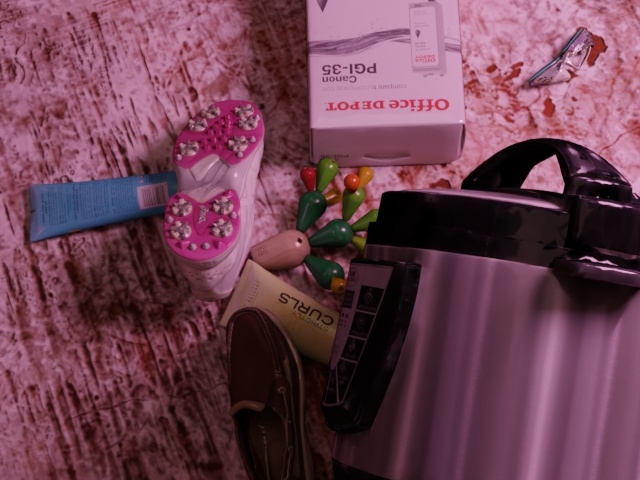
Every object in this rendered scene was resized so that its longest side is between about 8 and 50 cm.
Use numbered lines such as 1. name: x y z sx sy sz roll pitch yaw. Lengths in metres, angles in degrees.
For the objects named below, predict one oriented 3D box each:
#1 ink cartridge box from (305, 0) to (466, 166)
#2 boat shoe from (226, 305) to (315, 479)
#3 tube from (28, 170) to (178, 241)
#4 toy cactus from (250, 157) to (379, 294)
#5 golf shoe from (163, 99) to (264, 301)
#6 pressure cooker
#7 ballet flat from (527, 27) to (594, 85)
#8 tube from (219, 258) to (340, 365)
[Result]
1. ink cartridge box: 0.084 -0.251 1.994 0.207 0.117 0.283 -2 69 0
2. boat shoe: -0.068 0.197 1.816 0.095 0.095 0.257 -23 71 19
3. tube: -0.282 -0.051 1.965 0.207 0.052 0.080 -8 64 4
4. toy cactus: 0.000 0.000 1.917 0.180 0.112 0.219 -17 78 5
5. golf shoe: -0.134 -0.054 1.934 0.115 0.140 0.306 3 46 10
6. pressure cooker: 0.212 0.097 1.624 0.370 0.375 0.420 9 89 32
7. ballet flat: 0.331 -0.239 2.028 0.041 0.041 0.114 42 76 15
8. tube: -0.006 0.116 1.886 0.240 0.062 0.070 26 52 13
